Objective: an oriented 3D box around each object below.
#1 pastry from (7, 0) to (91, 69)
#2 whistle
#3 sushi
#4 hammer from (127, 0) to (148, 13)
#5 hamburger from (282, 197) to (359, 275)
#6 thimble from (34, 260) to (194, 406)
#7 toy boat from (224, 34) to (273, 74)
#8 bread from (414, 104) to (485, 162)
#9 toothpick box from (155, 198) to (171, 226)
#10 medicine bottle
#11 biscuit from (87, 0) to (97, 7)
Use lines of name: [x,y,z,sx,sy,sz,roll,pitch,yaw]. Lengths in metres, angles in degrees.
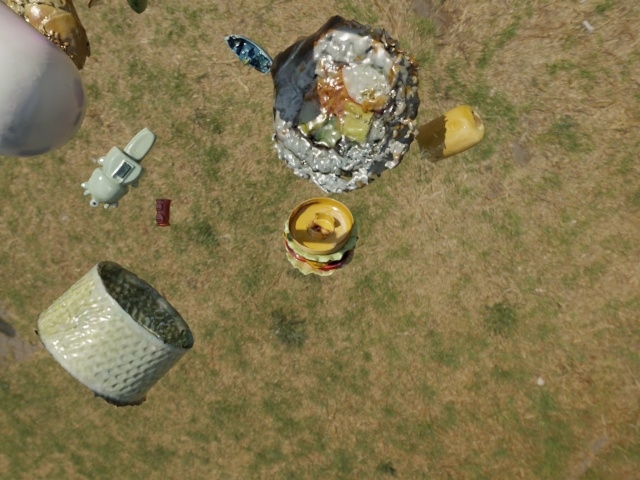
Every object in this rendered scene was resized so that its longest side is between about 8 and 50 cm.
pastry: [-0.905,-0.708,1.380,0.254,0.162,0.311,-12,109,38]
whistle: [-0.524,-0.190,1.109,0.105,0.101,0.253,40,92,28]
sushi: [0.055,-0.318,1.024,0.416,0.175,0.418,6,103,27]
hammer: [-0.329,-0.497,0.716,0.118,0.335,0.207,7,86,-21]
hamburger: [0.000,0.000,1.527,0.274,0.275,0.212,11,143,7]
thimble: [-0.400,0.183,0.857,0.150,0.271,0.271,-44,99,-5]
toy boat: [-0.186,-0.486,1.096,0.137,0.061,0.060,38,136,-9]
bread: [0.353,-0.297,1.158,0.173,0.134,0.085,-24,139,36]
toothpick box: [-0.477,-0.083,1.280,0.047,0.047,0.084,0,88,11]
medicine bottle: [-0.387,-0.212,0.422,0.340,0.130,0.130,38,114,5]
biscuit: [-0.626,-0.840,1.298,0.013,0.237,0.232,35,133,-28]
